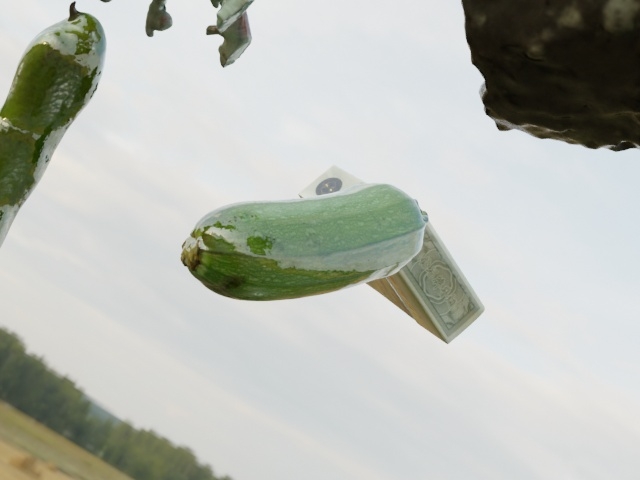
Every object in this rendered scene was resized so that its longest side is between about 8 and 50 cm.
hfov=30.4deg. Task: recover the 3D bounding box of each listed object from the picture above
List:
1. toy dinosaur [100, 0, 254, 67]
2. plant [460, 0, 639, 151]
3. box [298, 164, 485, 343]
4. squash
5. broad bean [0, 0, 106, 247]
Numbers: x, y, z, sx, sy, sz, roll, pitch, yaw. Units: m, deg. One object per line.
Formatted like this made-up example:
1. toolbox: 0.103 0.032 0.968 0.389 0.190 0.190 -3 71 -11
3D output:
1. toy dinosaur: -0.074 -0.187 0.676 0.242 0.053 0.167 -18 -87 49
2. plant: 0.204 -0.115 0.521 0.274 0.149 0.146 0 -27 29
3. box: 0.086 0.013 1.505 0.164 0.069 0.256 54 -9 -29
4. squash: 0.000 0.000 0.817 0.077 0.068 0.219 29 27 36
5. broad bean: -0.205 -0.033 0.754 0.052 0.256 0.052 26 1 24
